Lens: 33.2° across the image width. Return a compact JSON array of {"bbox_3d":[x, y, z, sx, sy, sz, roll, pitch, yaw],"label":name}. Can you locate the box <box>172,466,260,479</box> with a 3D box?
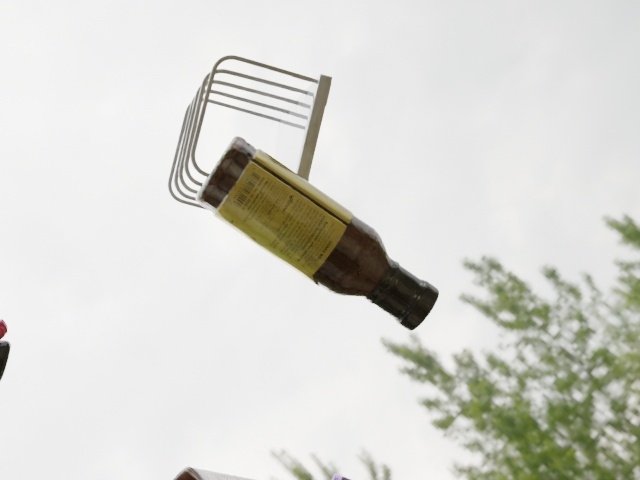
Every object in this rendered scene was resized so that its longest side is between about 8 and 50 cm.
[{"bbox_3d":[-0.121,0.383,1.251,0.191,0.143,0.381,-43,-21,-2],"label":"box"}]

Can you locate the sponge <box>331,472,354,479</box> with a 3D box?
[{"bbox_3d":[0.089,0.418,1.518,0.210,0.031,0.117,26,-104,-25],"label":"sponge"}]

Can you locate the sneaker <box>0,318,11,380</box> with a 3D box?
[{"bbox_3d":[-0.433,0.215,1.168,0.112,0.121,0.299,-82,10,-74],"label":"sneaker"}]

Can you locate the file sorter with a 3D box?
[{"bbox_3d":[-0.116,-0.144,1.607,0.173,0.278,0.192,14,-100,-13],"label":"file sorter"}]

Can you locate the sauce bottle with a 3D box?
[{"bbox_3d":[0.000,0.000,1.423,0.111,0.344,0.111,-53,7,9],"label":"sauce bottle"}]
